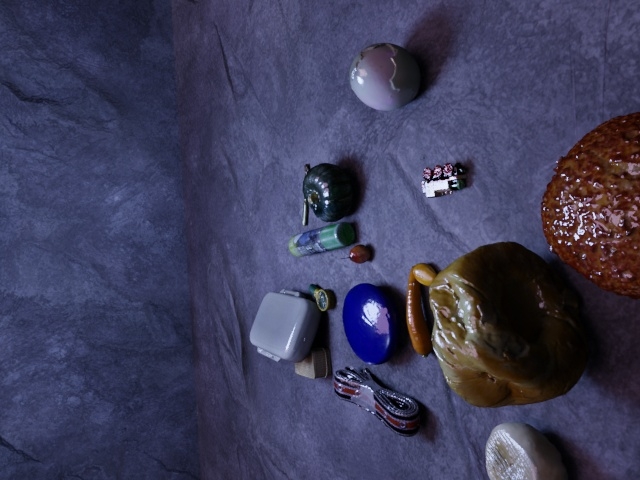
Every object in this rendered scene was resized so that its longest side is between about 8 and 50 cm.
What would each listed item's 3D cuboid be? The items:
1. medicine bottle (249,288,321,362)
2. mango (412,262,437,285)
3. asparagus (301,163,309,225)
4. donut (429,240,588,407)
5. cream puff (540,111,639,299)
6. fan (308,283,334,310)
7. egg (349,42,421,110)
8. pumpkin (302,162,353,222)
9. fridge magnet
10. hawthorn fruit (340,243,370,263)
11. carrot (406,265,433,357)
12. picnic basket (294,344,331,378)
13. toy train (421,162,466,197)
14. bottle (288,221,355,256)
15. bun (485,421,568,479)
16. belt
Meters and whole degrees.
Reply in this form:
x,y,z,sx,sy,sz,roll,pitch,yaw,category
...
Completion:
x,y,z,sx,sy,sz,roll,pitch,yaw,category
-0.147,0.344,2.018,0.375,0.123,0.282,1,69,60,medicine bottle
0.305,0.100,1.430,0.089,0.046,0.059,33,121,45,mango
-0.058,-0.179,1.965,0.024,0.025,0.248,-53,-33,-75,asparagus
0.385,0.176,1.038,0.170,0.361,0.360,-47,56,52,donut
0.548,-0.059,0.879,0.351,0.229,0.350,5,96,57,cream puff
0.002,0.210,1.914,0.155,0.039,0.082,36,124,51,fan
0.173,-0.460,1.399,0.183,0.217,0.182,7,98,54,egg
0.022,-0.165,1.727,0.212,0.152,0.211,24,118,58,pumpkin
0.163,0.268,1.609,0.266,0.113,0.265,10,102,55,fridge magnet
0.116,0.053,1.663,0.066,0.103,0.066,51,155,36,hawthorn fruit
0.281,0.211,1.461,0.062,0.066,0.271,27,-129,-82,carrot
-0.034,0.477,1.969,0.164,0.080,0.115,-7,89,57,picnic basket
0.335,-0.163,1.348,0.138,0.050,0.086,-3,97,56,toy train
0.000,0.000,1.839,0.330,0.093,0.093,-14,83,56,bottle
0.480,0.524,1.158,0.193,0.128,0.178,-115,37,-46,bun
0.179,0.514,1.613,0.360,0.126,0.094,17,110,54,belt
